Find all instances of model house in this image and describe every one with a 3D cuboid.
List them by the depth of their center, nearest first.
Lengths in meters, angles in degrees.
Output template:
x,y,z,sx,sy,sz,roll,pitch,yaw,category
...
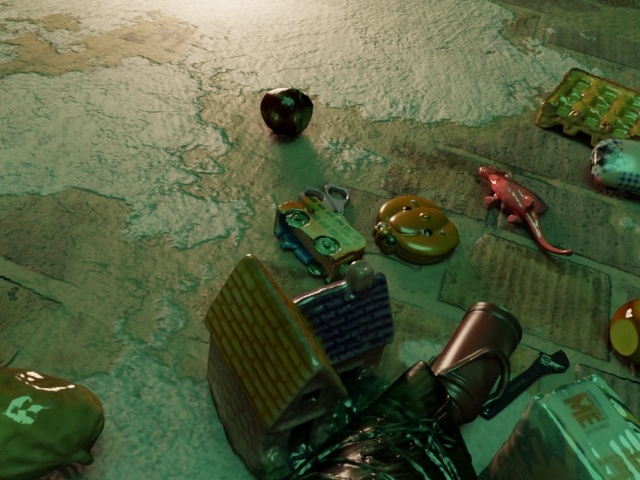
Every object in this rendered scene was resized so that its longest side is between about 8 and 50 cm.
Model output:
x,y,z,sx,sy,sz,roll,pitch,yaw,category
-0.010,0.151,0.771,0.237,0.237,0.202,-13,47,-23,model house

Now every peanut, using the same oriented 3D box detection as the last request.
x,y,z,sx,sy,sz,roll,pitch,yaw,category
-0.411,0.206,0.702,0.291,0.143,0.159,18,34,10,peanut

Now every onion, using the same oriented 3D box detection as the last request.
x,y,z,sx,sy,sz,roll,pitch,yaw,category
-0.079,-0.285,1.307,0.119,0.118,0.117,21,11,10,onion

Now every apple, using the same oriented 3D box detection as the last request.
x,y,z,sx,sy,sz,roll,pitch,yaw,category
0.544,0.151,0.979,0.099,0.102,0.114,-3,44,-12,apple

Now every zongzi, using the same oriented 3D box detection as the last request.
x,y,z,sx,sy,sz,roll,pitch,yaw,category
0.055,0.290,0.565,0.384,0.362,0.319,-13,67,-26,zongzi

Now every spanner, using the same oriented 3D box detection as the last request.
x,y,z,sx,sy,sz,roll,pitch,yaw,category
0.321,0.222,0.926,0.209,0.012,0.046,-24,54,-31,spanner

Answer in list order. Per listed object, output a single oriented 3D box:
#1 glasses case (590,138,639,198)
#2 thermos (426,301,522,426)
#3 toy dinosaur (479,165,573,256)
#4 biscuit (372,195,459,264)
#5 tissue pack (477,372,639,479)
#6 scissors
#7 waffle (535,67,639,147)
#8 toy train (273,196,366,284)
x,y,z,sx,sy,sz,roll,pitch,yaw,category
0.776,-0.145,1.335,0.328,0.076,0.125,14,69,4,glasses case
0.209,0.197,0.876,0.124,0.098,0.232,4,35,41,thermos
0.438,-0.064,1.227,0.139,0.070,0.286,0,42,-44,toy dinosaur
0.177,-0.028,1.128,0.170,0.050,0.170,5,43,-5,biscuit
0.324,0.339,0.649,0.128,0.228,0.310,-12,49,-21,tissue pack
0.036,-0.041,1.134,0.110,0.021,0.212,-9,47,-24,scissors
0.766,-0.321,1.531,0.348,0.077,0.304,31,46,20,waffle
0.000,0.000,1.051,0.099,0.072,0.188,-24,53,-38,toy train
